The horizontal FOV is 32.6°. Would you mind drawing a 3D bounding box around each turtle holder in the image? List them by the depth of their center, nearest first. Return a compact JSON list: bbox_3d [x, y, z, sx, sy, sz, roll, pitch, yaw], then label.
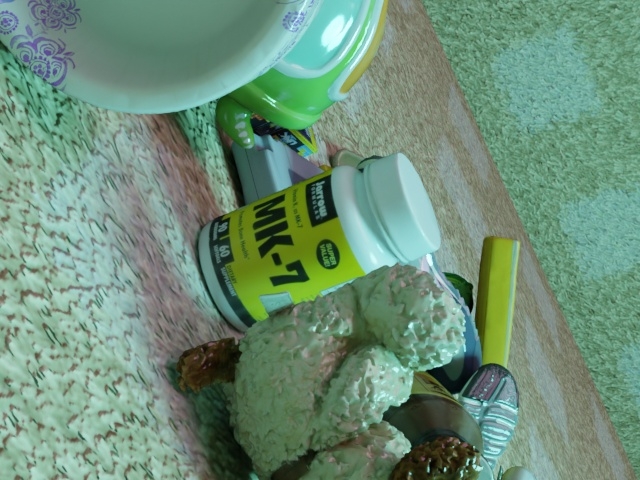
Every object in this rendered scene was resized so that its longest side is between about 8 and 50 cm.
[{"bbox_3d":[-0.067,-0.280,1.125,0.320,0.227,0.243,54,23,8],"label":"turtle holder"}]

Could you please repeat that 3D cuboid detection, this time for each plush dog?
[{"bbox_3d":[0.009,0.173,0.911,0.210,0.262,0.225,-8,62,-38],"label":"plush dog"}]

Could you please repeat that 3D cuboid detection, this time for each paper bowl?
[{"bbox_3d":[-0.124,-0.249,0.849,0.284,0.284,0.148,65,16,-10],"label":"paper bowl"}]

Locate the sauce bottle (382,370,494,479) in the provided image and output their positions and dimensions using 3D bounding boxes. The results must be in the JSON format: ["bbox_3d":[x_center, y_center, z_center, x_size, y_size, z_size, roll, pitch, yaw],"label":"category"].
[{"bbox_3d":[0.104,0.204,1.100,0.344,0.111,0.111,-139,-155,-84],"label":"sauce bottle"}]

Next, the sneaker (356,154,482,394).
[{"bbox_3d":[0.087,0.069,1.276,0.131,0.112,0.319,-46,117,-46],"label":"sneaker"}]

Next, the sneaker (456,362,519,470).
[{"bbox_3d":[0.153,0.255,1.304,0.086,0.132,0.229,25,73,-21],"label":"sneaker"}]

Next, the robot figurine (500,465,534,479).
[{"bbox_3d":[0.269,0.433,1.332,0.353,0.199,0.300,-27,105,-73],"label":"robot figurine"}]

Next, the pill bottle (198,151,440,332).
[{"bbox_3d":[0.000,0.000,1.041,0.119,0.208,0.119,56,20,-33],"label":"pill bottle"}]

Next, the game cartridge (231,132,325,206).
[{"bbox_3d":[-0.004,0.002,1.294,0.297,0.062,0.198,29,47,-64],"label":"game cartridge"}]

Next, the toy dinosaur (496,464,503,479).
[{"bbox_3d":[0.369,0.494,1.702,0.160,0.121,0.314,41,33,-82],"label":"toy dinosaur"}]

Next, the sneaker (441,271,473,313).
[{"bbox_3d":[0.158,0.107,1.529,0.295,0.109,0.124,-18,109,-81],"label":"sneaker"}]

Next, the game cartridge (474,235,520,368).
[{"bbox_3d":[0.223,0.173,1.487,0.285,0.052,0.324,52,46,-78],"label":"game cartridge"}]

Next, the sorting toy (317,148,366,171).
[{"bbox_3d":[0.082,-0.024,1.601,0.307,0.041,0.229,10,59,-70],"label":"sorting toy"}]

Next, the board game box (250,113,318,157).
[{"bbox_3d":[-0.068,-0.199,1.355,0.141,0.048,0.170,40,32,-60],"label":"board game box"}]
